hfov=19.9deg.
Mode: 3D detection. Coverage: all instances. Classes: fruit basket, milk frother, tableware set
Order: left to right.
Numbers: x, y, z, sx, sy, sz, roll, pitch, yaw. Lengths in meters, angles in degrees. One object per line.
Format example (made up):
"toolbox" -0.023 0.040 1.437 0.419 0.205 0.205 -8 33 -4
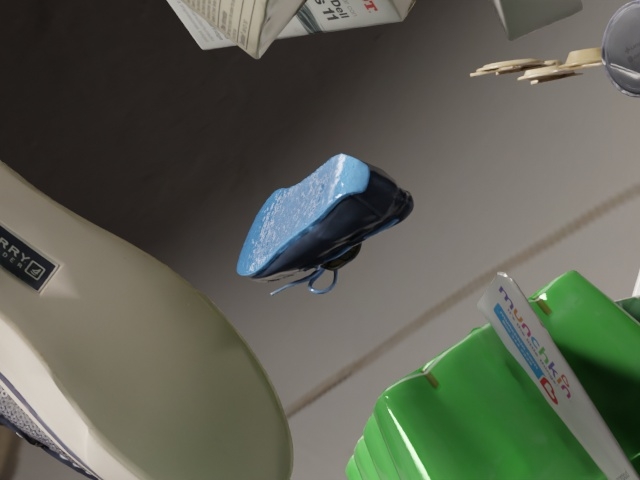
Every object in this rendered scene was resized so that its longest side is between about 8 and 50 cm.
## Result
"tableware set" 0.231 -0.163 1.704 0.141 0.168 0.020 -6 92 33
"fruit basket" 0.164 0.193 0.832 0.165 0.327 0.353 -38 78 -14
"milk frother" 0.325 -0.202 1.583 0.129 0.135 0.143 -27 74 45

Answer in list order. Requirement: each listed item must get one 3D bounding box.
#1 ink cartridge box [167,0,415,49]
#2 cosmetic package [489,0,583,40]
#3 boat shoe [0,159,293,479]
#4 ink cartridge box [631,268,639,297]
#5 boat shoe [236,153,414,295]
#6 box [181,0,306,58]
"ink cartridge box" -0.035 -0.239 1.428 0.208 0.087 0.153 -4 136 37
"cosmetic package" 0.109 -0.240 1.143 0.060 0.239 0.099 -24 56 1
"boat shoe" -0.177 0.061 1.067 0.340 0.127 0.158 42 142 -1
"ink cartridge box" 0.324 0.183 1.455 0.160 0.279 0.385 14 79 27
"boat shoe" 0.000 0.000 1.716 0.089 0.258 0.109 22 72 -19
"box" -0.122 -0.275 1.214 0.311 0.148 0.121 39 78 1
